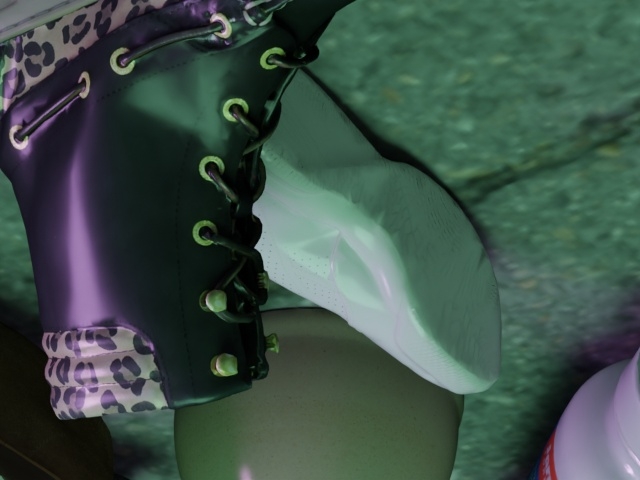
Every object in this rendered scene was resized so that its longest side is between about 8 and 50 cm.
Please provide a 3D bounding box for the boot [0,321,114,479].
[{"bbox_3d":[-0.228,0.057,0.860,0.305,0.115,0.112,43,117,-14],"label":"boot"}]

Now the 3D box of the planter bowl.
[{"bbox_3d":[-0.005,0.127,0.916,0.162,0.109,0.162,3,142,2],"label":"planter bowl"}]

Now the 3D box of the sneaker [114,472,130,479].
[{"bbox_3d":[-0.140,0.190,0.936,0.121,0.217,0.079,10,123,-15],"label":"sneaker"}]

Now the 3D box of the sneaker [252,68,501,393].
[{"bbox_3d":[0.000,0.000,0.790,0.094,0.080,0.212,-22,125,36],"label":"sneaker"}]

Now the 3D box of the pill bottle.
[{"bbox_3d":[0.172,0.138,0.901,0.124,0.124,0.221,9,141,-6],"label":"pill bottle"}]

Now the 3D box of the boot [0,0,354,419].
[{"bbox_3d":[-0.029,-0.033,0.654,0.236,0.179,0.085,-12,179,28],"label":"boot"}]
